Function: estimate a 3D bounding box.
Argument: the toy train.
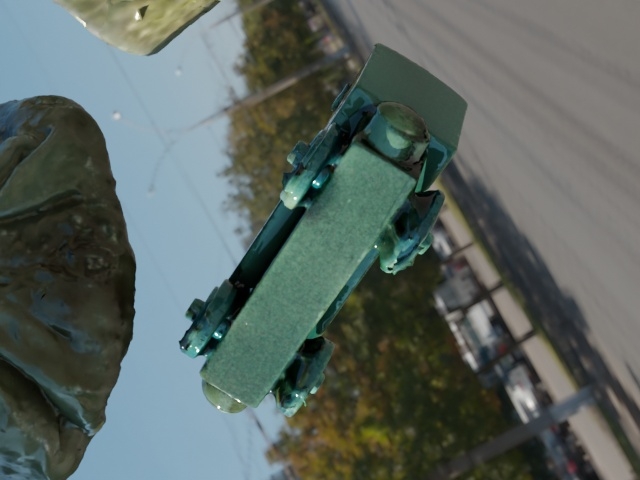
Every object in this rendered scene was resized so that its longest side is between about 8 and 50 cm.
[{"bbox_3d":[0.000,0.000,0.984,0.120,0.298,0.194,32,-151,-5],"label":"toy train"}]

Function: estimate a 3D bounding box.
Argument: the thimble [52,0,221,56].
[{"bbox_3d":[-0.135,-0.261,0.779,0.271,0.150,0.271,49,-167,-15],"label":"thimble"}]

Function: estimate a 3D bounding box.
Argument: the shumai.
[{"bbox_3d":[-0.314,0.030,0.945,0.263,0.304,0.309,2,-160,-44],"label":"shumai"}]
